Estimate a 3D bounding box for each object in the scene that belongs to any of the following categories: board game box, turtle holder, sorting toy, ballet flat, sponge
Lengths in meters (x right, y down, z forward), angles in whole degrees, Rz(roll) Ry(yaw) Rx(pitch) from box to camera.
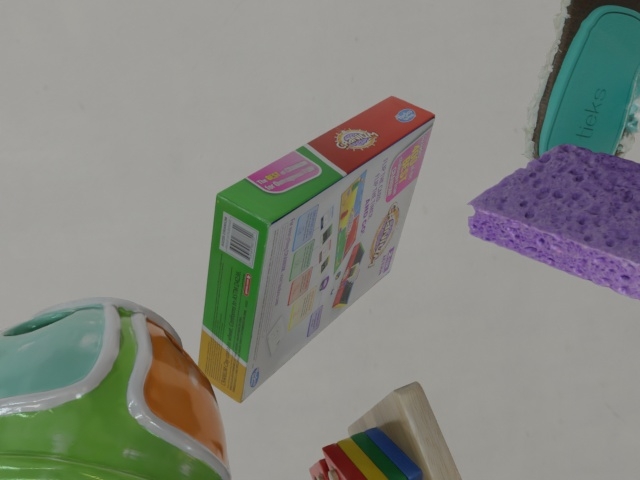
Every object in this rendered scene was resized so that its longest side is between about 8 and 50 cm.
[{"bbox_3d":[0.000,0.000,0.888,0.064,0.316,0.242,30,129,22],"label":"board game box"},{"bbox_3d":[-0.219,0.186,0.655,0.243,0.227,0.320,30,134,-30],"label":"turtle holder"},{"bbox_3d":[0.075,0.291,0.760,0.089,0.255,0.257,-18,73,-14],"label":"sorting toy"},{"bbox_3d":[0.308,-0.254,0.816,0.147,0.147,0.409,16,114,-5],"label":"ballet flat"},{"bbox_3d":[0.217,-0.008,0.537,0.117,0.210,0.031,-31,127,-30],"label":"sponge"}]
